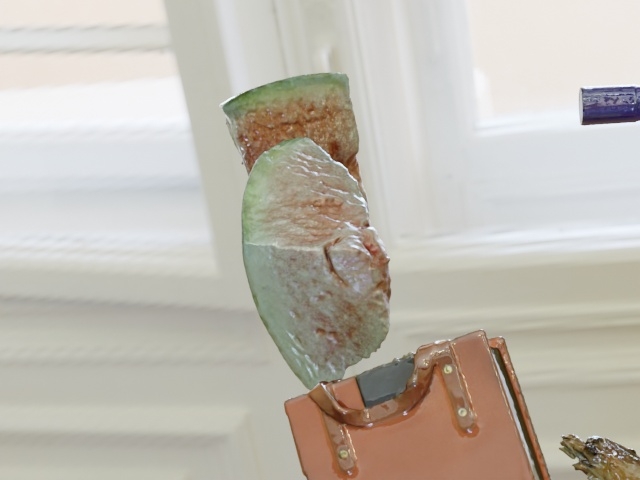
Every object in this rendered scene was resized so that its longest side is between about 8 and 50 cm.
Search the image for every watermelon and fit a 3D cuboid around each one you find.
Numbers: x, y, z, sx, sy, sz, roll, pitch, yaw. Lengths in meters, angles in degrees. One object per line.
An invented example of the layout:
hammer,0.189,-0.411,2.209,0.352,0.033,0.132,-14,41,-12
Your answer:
watermelon,-0.009,0.001,1.004,0.094,0.081,0.180,-27,60,6
watermelon,-0.014,-0.057,1.116,0.098,0.121,0.158,-15,56,1

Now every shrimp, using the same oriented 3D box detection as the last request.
shrimp,0.254,0.224,1.240,0.178,0.124,0.034,28,41,2

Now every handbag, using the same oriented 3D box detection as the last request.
handbag,0.067,0.155,0.854,0.127,0.190,0.063,-22,-14,15

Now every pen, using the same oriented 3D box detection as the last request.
pen,0.340,-0.112,1.222,0.269,0.033,0.033,-2,28,10
